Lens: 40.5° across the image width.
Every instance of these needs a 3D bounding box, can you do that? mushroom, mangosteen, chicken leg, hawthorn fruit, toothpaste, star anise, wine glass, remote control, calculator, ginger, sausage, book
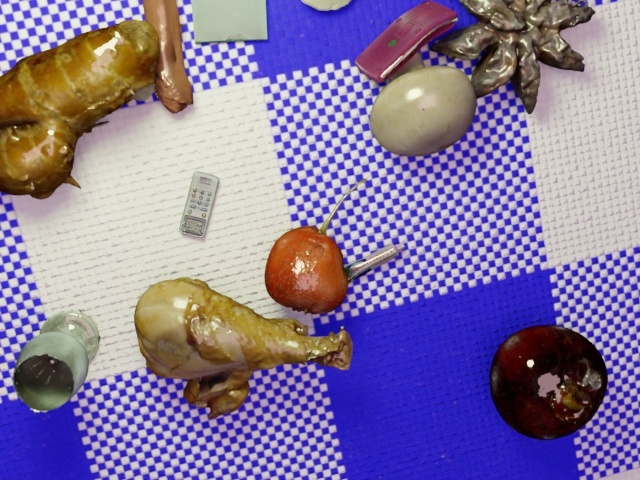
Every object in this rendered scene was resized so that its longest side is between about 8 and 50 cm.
[{"bbox_3d":[0.180,-0.261,1.605,0.204,0.204,0.204,-2,102,-8],"label":"mushroom"},{"bbox_3d":[0.461,0.289,1.707,0.235,0.261,0.236,-2,100,-10],"label":"mangosteen"},{"bbox_3d":[-0.145,0.217,1.634,0.409,0.182,0.295,5,115,2],"label":"chicken leg"},{"bbox_3d":[0.000,0.000,1.644,0.165,0.165,0.286,21,88,-12],"label":"hawthorn fruit"},{"bbox_3d":[0.090,0.048,1.721,0.169,0.028,0.045,-28,98,2],"label":"toothpaste"},{"bbox_3d":[0.367,-0.395,1.624,0.331,0.117,0.332,-1,100,-3],"label":"star anise"},{"bbox_3d":[-0.473,0.213,1.561,0.126,0.241,0.127,-1,101,-6],"label":"wine glass"},{"bbox_3d":[-0.231,-0.068,1.651,0.053,0.018,0.125,15,99,-11],"label":"remote control"},{"bbox_3d":[0.152,-0.369,1.591,0.190,0.127,0.034,-40,125,1],"label":"calculator"},{"bbox_3d":[-0.443,-0.221,1.509,0.418,0.176,0.254,-27,108,3],"label":"ginger"},{"bbox_3d":[-0.282,-0.379,1.551,0.078,0.078,0.304,-9,104,-7],"label":"sausage"},{"bbox_3d":[-0.167,-0.416,1.588,0.135,0.017,0.103,-5,105,-7],"label":"book"}]

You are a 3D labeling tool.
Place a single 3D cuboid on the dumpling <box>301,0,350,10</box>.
[{"bbox_3d":[0.046,-0.559,1.539,0.226,0.243,0.175,-7,63,-25],"label":"dumpling"}]
